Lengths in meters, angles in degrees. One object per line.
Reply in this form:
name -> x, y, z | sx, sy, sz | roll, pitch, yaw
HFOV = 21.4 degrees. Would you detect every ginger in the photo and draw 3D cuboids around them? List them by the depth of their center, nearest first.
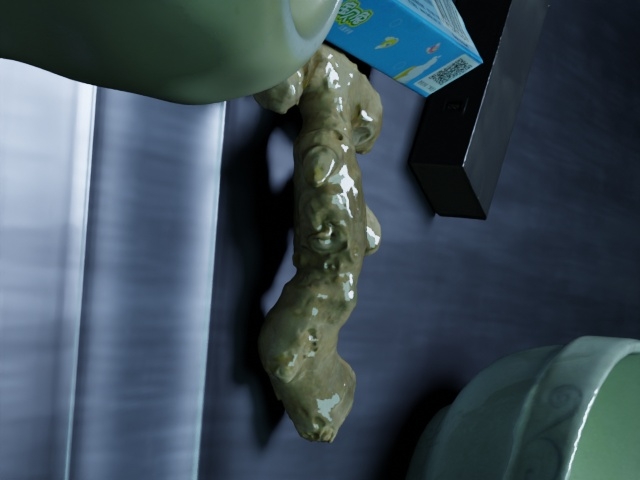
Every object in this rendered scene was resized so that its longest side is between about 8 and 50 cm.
ginger -> 0.006, -0.008, 1.039 | 0.149, 0.065, 0.259 | -42, 130, -58

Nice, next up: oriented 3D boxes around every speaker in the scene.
speaker -> 0.125, -0.128, 1.287 | 0.082, 0.044, 0.218 | 56, 46, -55

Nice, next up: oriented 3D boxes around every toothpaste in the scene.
toothpaste -> 0.024, -0.151, 1.030 | 0.266, 0.050, 0.065 | 17, 46, -65

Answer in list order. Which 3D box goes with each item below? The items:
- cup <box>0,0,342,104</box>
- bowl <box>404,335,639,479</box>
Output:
cup -> -0.088, -0.124, 0.628 | 0.255, 0.202, 0.173 | 82, 23, -61
bowl -> 0.163, 0.220, 1.303 | 0.307, 0.163, 0.307 | -25, 118, -61
